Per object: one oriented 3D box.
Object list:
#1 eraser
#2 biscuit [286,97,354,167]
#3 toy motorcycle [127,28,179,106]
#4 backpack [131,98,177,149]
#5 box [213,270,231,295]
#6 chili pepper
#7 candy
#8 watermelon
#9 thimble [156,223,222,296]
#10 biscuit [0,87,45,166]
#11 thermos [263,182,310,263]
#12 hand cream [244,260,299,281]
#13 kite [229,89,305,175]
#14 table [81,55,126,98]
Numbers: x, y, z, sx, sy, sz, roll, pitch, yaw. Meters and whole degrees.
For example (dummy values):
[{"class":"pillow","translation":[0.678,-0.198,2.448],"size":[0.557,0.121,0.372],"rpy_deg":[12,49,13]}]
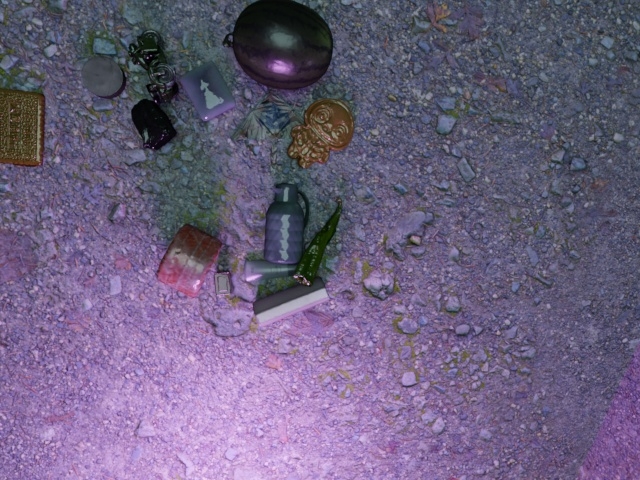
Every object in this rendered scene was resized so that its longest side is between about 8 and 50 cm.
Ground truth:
[{"class":"eraser","translation":[-0.108,0.222,1.579],"size":[0.270,0.174,0.094],"rpy_deg":[-20,96,-6]},{"class":"biscuit","translation":[0.001,-0.398,1.595],"size":[0.289,0.044,0.202],"rpy_deg":[-44,101,-8]},{"class":"toy motorcycle","translation":[-0.556,-0.581,1.424],"size":[0.127,0.205,0.275],"rpy_deg":[-21,95,-11]},{"class":"backpack","translation":[-0.577,-0.405,1.489],"size":[0.120,0.106,0.165],"rpy_deg":[-27,82,17]},{"class":"box","translation":[-0.361,0.155,1.594],"size":[0.060,0.063,0.084],"rpy_deg":[-5,95,-10]},{"class":"chili pepper","translation":[0.000,0.000,1.582],"size":[0.085,0.076,0.359],"rpy_deg":[34,64,-21]},{"class":"candy","translation":[-0.396,-0.526,1.517],"size":[0.138,0.071,0.174],"rpy_deg":[-29,100,-5]},{"class":"watermelon","translation":[-0.137,-0.653,1.438],"size":[0.360,0.279,0.278],"rpy_deg":[10,94,-6]},{"class":"thimble","translation":[-0.454,0.066,1.488],"size":[0.162,0.239,0.239],"rpy_deg":[27,91,-11]},{"class":"biscuit","translation":[-1.038,-0.383,1.463],"size":[0.172,0.029,0.254],"rpy_deg":[4,95,-9]},{"class":"thermos","translation":[-0.116,-0.064,1.574],"size":[0.182,0.145,0.286],"rpy_deg":[2,95,-41]},{"class":"hand cream","translation":[-0.160,0.110,1.627],"size":[0.255,0.048,0.079],"rpy_deg":[-3,91,-5]},{"class":"kite","translation":[-0.169,-0.399,1.593],"size":[0.336,0.011,0.314],"rpy_deg":[-2,96,-7]},{"class":"table","translation":[-0.745,-0.560,1.479],"size":[0.134,0.043,0.133],"rpy_deg":[-1,96,-8]}]
